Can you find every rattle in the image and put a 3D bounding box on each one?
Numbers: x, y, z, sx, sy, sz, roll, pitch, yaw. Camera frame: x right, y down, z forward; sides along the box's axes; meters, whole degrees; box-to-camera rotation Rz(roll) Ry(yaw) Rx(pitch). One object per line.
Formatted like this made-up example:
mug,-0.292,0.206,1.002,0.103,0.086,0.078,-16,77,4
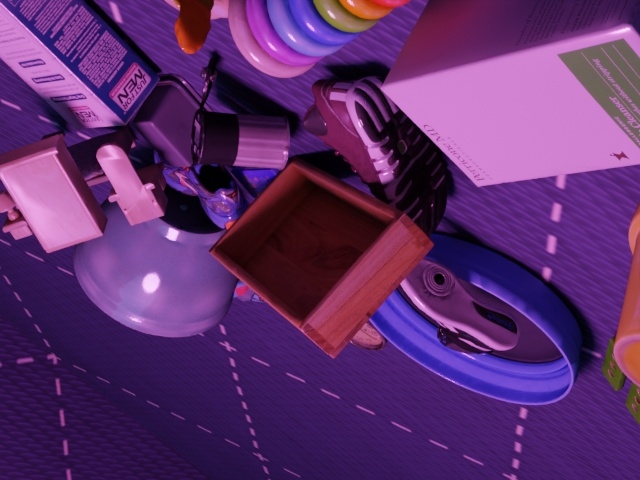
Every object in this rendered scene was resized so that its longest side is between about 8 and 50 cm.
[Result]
rattle,-0.221,-0.318,1.735,0.199,0.143,0.130,16,170,18

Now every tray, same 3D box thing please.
tray,-0.011,0.012,1.857,0.076,0.203,0.411,44,175,-26

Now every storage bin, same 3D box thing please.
storage bin,-0.235,-0.183,2.052,0.098,0.091,0.135,4,143,46

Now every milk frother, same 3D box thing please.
milk frother,-0.118,-0.186,1.921,0.134,0.129,0.143,2,129,-18

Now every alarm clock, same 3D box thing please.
alarm clock,0.087,0.146,2.335,0.192,0.064,0.129,20,153,28

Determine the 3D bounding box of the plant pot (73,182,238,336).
plant pot,-0.256,-0.007,2.231,0.293,0.293,0.196,31,129,1

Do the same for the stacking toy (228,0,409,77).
stacking toy,0.034,-0.294,1.501,0.141,0.141,0.330,42,149,-23

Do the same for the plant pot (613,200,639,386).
plant pot,0.469,0.064,1.538,0.254,0.239,0.254,25,154,13

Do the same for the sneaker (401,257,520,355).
sneaker,0.184,0.110,1.954,0.217,0.079,0.121,35,154,-11

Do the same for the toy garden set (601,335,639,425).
toy garden set,0.515,0.232,1.917,0.244,0.049,0.204,59,166,30

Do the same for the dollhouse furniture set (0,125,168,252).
dollhouse furniture set,-0.398,-0.166,2.152,0.303,0.355,0.174,-16,123,14

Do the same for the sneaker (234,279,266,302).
sneaker,-0.083,0.059,2.362,0.125,0.104,0.262,21,164,-21

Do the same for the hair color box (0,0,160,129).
hair color box,-0.428,-0.324,1.985,0.347,0.105,0.174,46,156,-29

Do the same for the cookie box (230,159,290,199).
cookie box,-0.077,-0.096,2.096,0.107,0.040,0.092,2,141,48

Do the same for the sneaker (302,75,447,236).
sneaker,0.070,-0.127,1.825,0.162,0.106,0.281,18,145,43

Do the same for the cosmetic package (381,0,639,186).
cosmetic package,0.267,-0.188,1.397,0.197,0.155,0.365,41,153,-26

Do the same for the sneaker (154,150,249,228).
sneaker,-0.194,-0.113,2.126,0.221,0.083,0.087,37,151,29

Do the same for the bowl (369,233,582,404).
bowl,0.243,0.126,2.106,0.391,0.077,0.391,26,155,13
